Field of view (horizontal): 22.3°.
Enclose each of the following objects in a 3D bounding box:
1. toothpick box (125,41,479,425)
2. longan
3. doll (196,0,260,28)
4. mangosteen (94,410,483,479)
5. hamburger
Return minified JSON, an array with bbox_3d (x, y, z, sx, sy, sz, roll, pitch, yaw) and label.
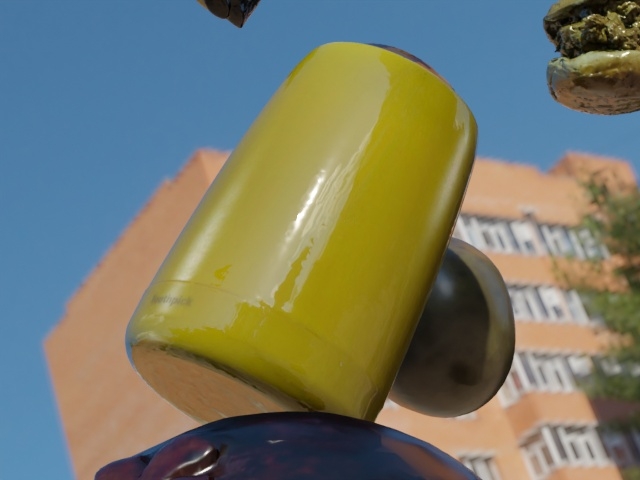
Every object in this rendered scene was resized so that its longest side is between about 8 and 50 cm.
[{"bbox_3d":[0.000,0.000,1.103,0.175,0.271,0.175,23,-23,10],"label":"toothpick box"},{"bbox_3d":[0.129,0.094,1.868,0.197,0.220,0.196,-2,-29,-1],"label":"longan"},{"bbox_3d":[-0.113,-0.290,1.513,0.249,0.088,0.127,29,-93,-49],"label":"doll"},{"bbox_3d":[-0.002,0.247,0.770,0.307,0.307,0.347,-28,-65,15],"label":"mangosteen"},{"bbox_3d":[0.333,-0.201,1.814,0.159,0.131,0.185,-22,-29,40],"label":"hamburger"}]
